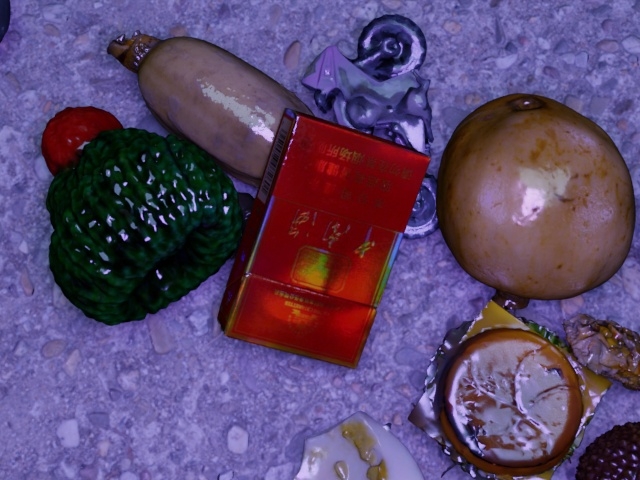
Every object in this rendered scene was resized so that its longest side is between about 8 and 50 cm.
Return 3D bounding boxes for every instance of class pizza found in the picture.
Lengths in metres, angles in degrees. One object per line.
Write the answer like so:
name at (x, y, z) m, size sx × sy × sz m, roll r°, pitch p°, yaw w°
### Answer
pizza at (0.402, 0.143, 1.527) m, size 0.069 × 0.226 × 0.147 m, roll -50°, pitch 42°, yaw 17°

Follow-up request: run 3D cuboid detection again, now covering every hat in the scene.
hat at (-0.283, -0.072, 1.541) m, size 0.274 × 0.242 × 0.332 m, roll -38°, pitch 65°, yaw 3°

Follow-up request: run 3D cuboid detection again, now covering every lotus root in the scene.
lotus root at (-0.150, -0.200, 1.601) m, size 0.342 × 0.169 × 0.151 m, roll 36°, pitch 79°, yaw 5°

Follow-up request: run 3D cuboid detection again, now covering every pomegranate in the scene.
pomegranate at (0.289, -0.060, 1.520) m, size 0.307 × 0.307 × 0.307 m, roll 0°, pitch 77°, yaw -2°

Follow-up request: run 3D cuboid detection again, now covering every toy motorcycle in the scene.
toy motorcycle at (0.076, -0.158, 1.624) m, size 0.188 × 0.143 × 0.327 m, roll -8°, pitch 92°, yaw 1°

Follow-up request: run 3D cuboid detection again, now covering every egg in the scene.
egg at (0.023, 0.381, 1.465) m, size 0.206 × 0.162 × 0.271 m, roll 34°, pitch 57°, yaw 2°

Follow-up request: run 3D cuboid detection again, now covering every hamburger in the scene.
hamburger at (0.251, 0.225, 1.530) m, size 0.243 × 0.139 × 0.262 m, roll 38°, pitch 78°, yaw 7°

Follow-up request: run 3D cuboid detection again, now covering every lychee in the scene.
lychee at (0.435, 0.331, 1.489) m, size 0.188 × 0.188 × 0.188 m, roll 0°, pitch 77°, yaw -2°

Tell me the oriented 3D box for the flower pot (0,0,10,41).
flower pot at (-0.575, -0.339, 1.627) m, size 0.243 × 0.157 × 0.189 m, roll 4°, pitch 75°, yaw 0°

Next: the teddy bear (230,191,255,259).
teddy bear at (-0.079, -0.007, 1.606) m, size 0.160 × 0.078 × 0.119 m, roll 40°, pitch 82°, yaw 6°

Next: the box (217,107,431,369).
box at (0.001, 0.000, 1.519) m, size 0.197 × 0.089 × 0.313 m, roll 16°, pitch 101°, yaw -18°
